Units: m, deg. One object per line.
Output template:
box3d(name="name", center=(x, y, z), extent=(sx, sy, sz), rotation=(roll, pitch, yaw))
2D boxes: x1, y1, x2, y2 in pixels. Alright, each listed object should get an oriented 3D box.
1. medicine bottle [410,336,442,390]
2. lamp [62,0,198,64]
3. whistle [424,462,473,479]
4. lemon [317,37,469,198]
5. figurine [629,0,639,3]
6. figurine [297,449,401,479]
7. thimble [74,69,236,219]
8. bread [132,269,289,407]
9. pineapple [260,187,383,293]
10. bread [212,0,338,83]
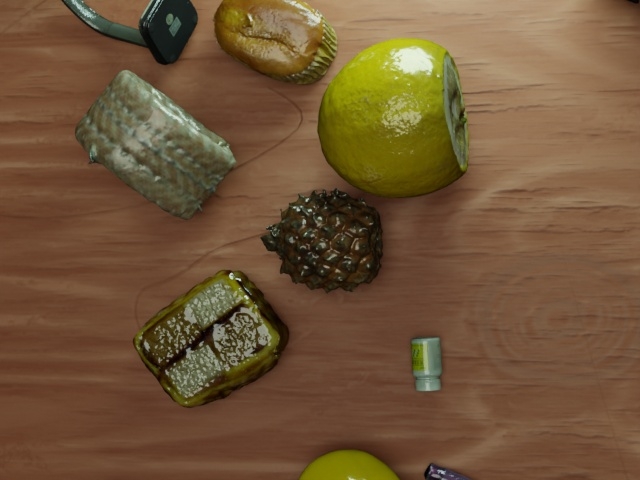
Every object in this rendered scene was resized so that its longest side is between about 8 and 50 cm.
box3d(name="medicine bottle", center=(0.168, 0.194, 1.739), extent=(0.047, 0.047, 0.083), rotation=(-3, 87, 9))
box3d(name="lamp", center=(-0.329, -0.429, 1.825), extent=(0.283, 0.124, 0.203), rotation=(25, 71, 12))
box3d(name="whistle", center=(0.246, 0.396, 1.727), extent=(0.177, 0.033, 0.033), rotation=(23, 91, 9))
box3d(name="lemon", center=(0.105, -0.179, 1.672), extent=(0.219, 0.240, 0.240), rotation=(-9, 86, 16))
box3d(name="figurine", center=(0.507, -0.426, 1.643), extent=(0.265, 0.197, 0.175), rotation=(28, 91, -11))
box3d(name="figurine", center=(0.001, 0.483, 1.696), extent=(0.215, 0.187, 0.343), rotation=(44, 101, 20))
box3d(name="thimble", center=(-0.264, -0.151, 1.750), extent=(0.229, 0.196, 0.148), rotation=(37, 97, -22))
box3d(name="bread", center=(-0.174, 0.162, 1.771), extent=(0.222, 0.096, 0.181), rotation=(-35, 81, 6))
box3d(name="pineapple", center=(0.000, 0.000, 1.720), extent=(0.193, 0.166, 0.166), rotation=(0, 88, 10))
box3d(name="bread", center=(-0.075, -0.331, 1.770), extent=(0.191, 0.114, 0.132), rotation=(22, 93, 14))
